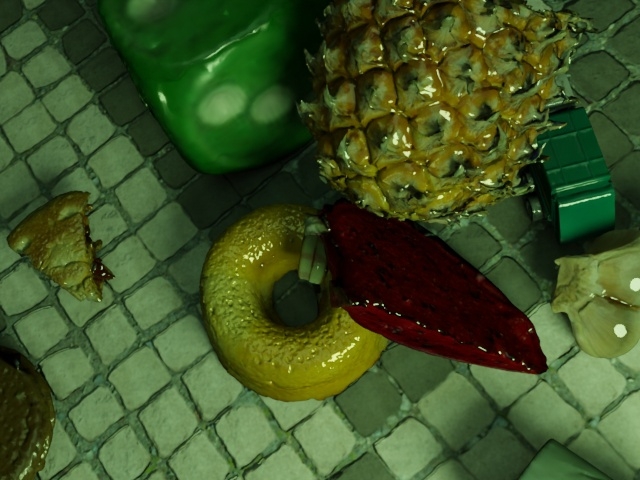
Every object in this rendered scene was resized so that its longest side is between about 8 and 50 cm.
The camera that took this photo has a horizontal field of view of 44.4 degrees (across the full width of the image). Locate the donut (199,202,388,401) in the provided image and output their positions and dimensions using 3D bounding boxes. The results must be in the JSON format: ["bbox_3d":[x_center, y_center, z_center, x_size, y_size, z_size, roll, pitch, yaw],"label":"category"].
[{"bbox_3d":[-0.044,0.077,1.120,0.303,0.110,0.302,-3,70,9],"label":"donut"}]

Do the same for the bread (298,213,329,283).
[{"bbox_3d":[0.000,0.000,1.053,0.043,0.062,0.108,16,72,9],"label":"bread"}]

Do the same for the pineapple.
[{"bbox_3d":[0.144,-0.186,0.991,0.353,0.352,0.300,16,114,17],"label":"pineapple"}]

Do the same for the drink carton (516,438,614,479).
[{"bbox_3d":[0.309,0.346,0.916,0.190,0.185,0.191,35,83,23],"label":"drink carton"}]

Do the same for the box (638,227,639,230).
[{"bbox_3d":[0.469,0.014,1.038,0.037,0.105,0.105,-44,68,-12],"label":"box"}]

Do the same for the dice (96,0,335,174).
[{"bbox_3d":[-0.139,-0.297,1.172,0.300,0.297,0.287,-33,66,0],"label":"dice"}]

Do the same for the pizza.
[{"bbox_3d":[-0.389,0.021,1.234,0.154,0.069,0.193,-34,74,-2],"label":"pizza"}]

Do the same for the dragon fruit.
[{"bbox_3d":[0.119,0.060,1.017,0.100,0.344,0.282,-51,31,29],"label":"dragon fruit"}]

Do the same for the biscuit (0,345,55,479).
[{"bbox_3d":[-0.528,0.293,1.160,0.296,0.075,0.295,-5,65,10],"label":"biscuit"}]

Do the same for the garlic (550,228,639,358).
[{"bbox_3d":[0.381,0.069,1.038,0.124,0.099,0.174,10,98,38],"label":"garlic"}]

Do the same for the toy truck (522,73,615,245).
[{"bbox_3d":[0.338,-0.119,1.107,0.114,0.124,0.253,-14,70,4],"label":"toy truck"}]
